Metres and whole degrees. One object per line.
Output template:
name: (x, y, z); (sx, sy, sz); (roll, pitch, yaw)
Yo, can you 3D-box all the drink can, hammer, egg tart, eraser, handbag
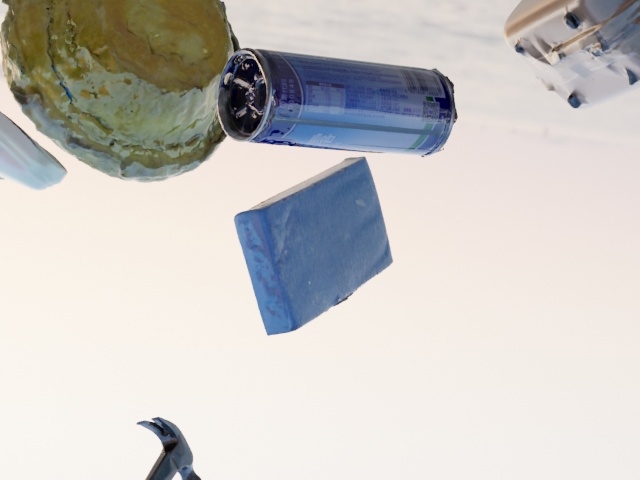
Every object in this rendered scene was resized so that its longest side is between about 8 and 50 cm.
drink can: (0.019, -0.137, 1.685); (0.235, 0.097, 0.097); (1, -172, -36)
hammer: (-0.232, 0.334, 2.210); (0.037, 0.137, 0.290); (-17, -165, 21)
egg tart: (-0.256, -0.270, 2.307); (0.388, 0.387, 0.169); (5, 157, -33)
eraser: (0.000, 0.000, 1.932); (0.043, 0.144, 0.312); (-11, -171, 26)
handbag: (0.349, -0.283, 1.773); (0.149, 0.283, 0.302); (45, 169, -5)

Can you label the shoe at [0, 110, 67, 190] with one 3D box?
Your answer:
shoe: (-0.365, -0.094, 1.616); (0.265, 0.110, 0.095); (33, 172, 26)
